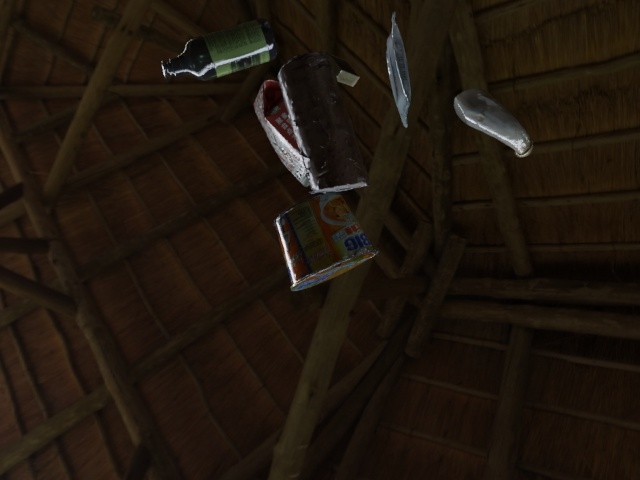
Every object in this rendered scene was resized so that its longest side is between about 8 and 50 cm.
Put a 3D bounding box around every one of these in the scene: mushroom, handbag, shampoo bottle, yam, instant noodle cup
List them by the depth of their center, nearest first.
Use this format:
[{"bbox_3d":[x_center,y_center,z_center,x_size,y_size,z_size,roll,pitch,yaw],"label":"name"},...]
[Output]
[{"bbox_3d":[0.003,-0.225,0.855,0.131,0.131,0.280,-17,-89,34],"label":"yam"},{"bbox_3d":[-0.254,-0.461,1.060,0.284,0.101,0.101,-22,-108,-10],"label":"shampoo bottle"},{"bbox_3d":[-0.083,-0.317,1.249,0.298,0.171,0.151,43,-107,-5],"label":"handbag"},{"bbox_3d":[0.510,-0.346,1.256,0.270,0.118,0.103,46,-73,13],"label":"mushroom"},{"bbox_3d":[0.000,0.000,1.301,0.296,0.296,0.214,-31,-102,31],"label":"instant noodle cup"}]

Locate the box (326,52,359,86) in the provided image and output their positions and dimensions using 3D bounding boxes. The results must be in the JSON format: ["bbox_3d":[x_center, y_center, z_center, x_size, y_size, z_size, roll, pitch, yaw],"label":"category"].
[{"bbox_3d":[0.053,-0.462,1.158,0.035,0.079,0.083,-49,-119,34],"label":"box"}]

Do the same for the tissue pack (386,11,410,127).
[{"bbox_3d":[0.160,-0.338,0.869,0.026,0.122,0.193,-9,-93,4],"label":"tissue pack"}]
